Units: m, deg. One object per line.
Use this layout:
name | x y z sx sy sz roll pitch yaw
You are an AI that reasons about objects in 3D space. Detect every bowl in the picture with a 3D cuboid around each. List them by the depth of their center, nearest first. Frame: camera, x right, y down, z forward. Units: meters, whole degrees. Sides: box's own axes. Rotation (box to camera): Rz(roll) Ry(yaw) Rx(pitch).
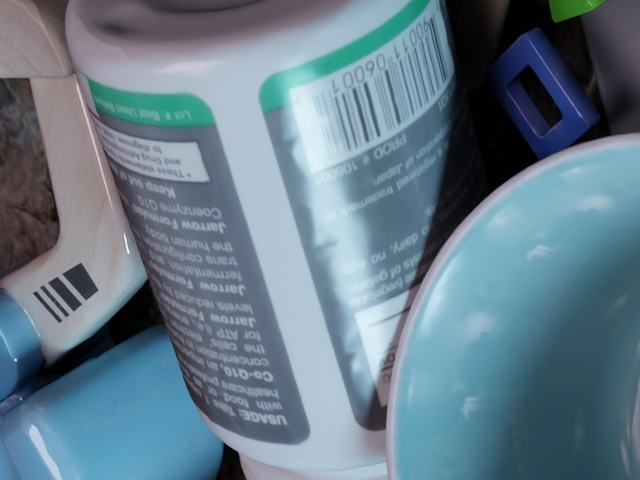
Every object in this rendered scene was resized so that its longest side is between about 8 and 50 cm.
bowl | 0.203 0.104 0.915 0.311 0.163 0.312 -1 88 42

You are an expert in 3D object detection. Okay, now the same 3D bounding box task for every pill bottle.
pill bottle | 0.000 0.000 1.035 0.204 0.204 0.361 14 132 39

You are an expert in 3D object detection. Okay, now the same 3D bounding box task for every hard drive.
hard drive | 0.181 -0.126 0.961 0.094 0.022 0.135 -5 106 46

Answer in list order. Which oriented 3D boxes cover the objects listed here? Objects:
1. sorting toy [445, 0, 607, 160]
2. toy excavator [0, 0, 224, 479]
sorting toy | 0.055 -0.203 0.999 0.348 0.047 0.196 50 156 19
toy excavator | -0.181 0.073 1.272 0.445 0.222 0.433 -32 88 46
